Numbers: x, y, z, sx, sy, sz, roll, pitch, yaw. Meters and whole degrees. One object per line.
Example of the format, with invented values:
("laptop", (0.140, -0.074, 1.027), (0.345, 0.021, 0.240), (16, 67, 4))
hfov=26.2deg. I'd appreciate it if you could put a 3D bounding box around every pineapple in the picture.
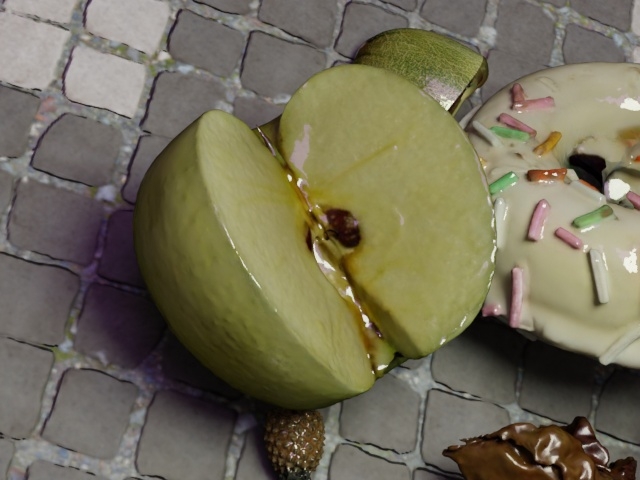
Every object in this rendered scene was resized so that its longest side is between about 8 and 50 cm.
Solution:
("pineapple", (-0.025, 0.205, 1.168), (0.058, 0.058, 0.124), (9, 65, -14))

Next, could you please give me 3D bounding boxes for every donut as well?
("donut", (0.288, -0.041, 1.288), (0.383, 0.142, 0.382), (2, 40, -2))

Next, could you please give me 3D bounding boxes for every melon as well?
("melon", (0.098, -0.170, 1.399), (0.128, 0.079, 0.160), (34, 57, 0))

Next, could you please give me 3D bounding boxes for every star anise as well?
("star anise", (0.246, 0.205, 1.209), (0.237, 0.148, 0.346), (44, 61, -1))

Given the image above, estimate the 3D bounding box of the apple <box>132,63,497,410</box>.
("apple", (-0.013, 0.009, 1.173), (0.295, 0.233, 0.258), (-26, 84, -32))
